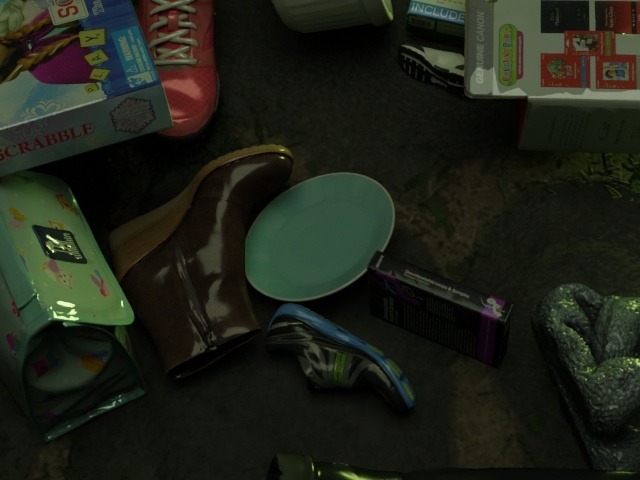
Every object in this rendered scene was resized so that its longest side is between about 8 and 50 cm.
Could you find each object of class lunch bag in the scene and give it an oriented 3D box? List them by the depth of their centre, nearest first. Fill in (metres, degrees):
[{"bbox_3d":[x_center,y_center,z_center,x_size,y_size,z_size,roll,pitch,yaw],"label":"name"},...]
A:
[{"bbox_3d":[-0.299,0.056,1.740,0.160,0.262,0.223,-25,63,-9],"label":"lunch bag"}]

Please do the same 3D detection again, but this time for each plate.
[{"bbox_3d":[0.000,0.000,1.855,0.188,0.024,0.188,-16,44,16],"label":"plate"}]

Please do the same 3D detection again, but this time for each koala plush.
[{"bbox_3d":[0.353,0.110,1.715,0.221,0.196,0.203,-21,54,-3],"label":"koala plush"}]

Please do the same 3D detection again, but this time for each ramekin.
[{"bbox_3d":[-0.011,-0.372,1.947,0.127,0.273,0.273,-18,63,9],"label":"ramekin"}]

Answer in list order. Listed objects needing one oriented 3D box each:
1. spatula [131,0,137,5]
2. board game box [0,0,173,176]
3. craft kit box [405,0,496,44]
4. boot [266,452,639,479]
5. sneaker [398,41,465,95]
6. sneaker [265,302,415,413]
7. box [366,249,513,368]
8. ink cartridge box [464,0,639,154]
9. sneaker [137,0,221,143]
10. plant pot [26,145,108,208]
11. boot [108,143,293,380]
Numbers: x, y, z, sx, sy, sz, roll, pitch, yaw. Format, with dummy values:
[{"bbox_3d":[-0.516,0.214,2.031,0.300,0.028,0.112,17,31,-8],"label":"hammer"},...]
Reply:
[{"bbox_3d":[-0.163,-0.407,2.096,0.084,0.030,0.296,34,70,20],"label":"spatula"},{"bbox_3d":[-0.349,-0.195,1.742,0.318,0.066,0.319,-18,46,-7],"label":"board game box"},{"bbox_3d":[0.252,-0.344,2.010,0.249,0.061,0.247,14,70,6],"label":"craft kit box"},{"bbox_3d":[0.164,0.401,1.603,0.445,0.146,0.367,6,80,-9],"label":"boot"},{"bbox_3d":[0.145,-0.212,1.977,0.109,0.040,0.044,28,52,13],"label":"sneaker"},{"bbox_3d":[0.022,0.140,1.795,0.188,0.067,0.078,29,89,15],"label":"sneaker"},{"bbox_3d":[0.129,0.075,1.783,0.162,0.116,0.029,21,64,14],"label":"box"},{"bbox_3d":[0.298,-0.266,1.877,0.271,0.130,0.309,3,67,3],"label":"ink cartridge box"},{"bbox_3d":[-0.181,-0.267,1.944,0.116,0.136,0.314,-2,64,-1],"label":"sneaker"},{"bbox_3d":[-0.336,-0.122,1.889,0.187,0.188,0.167,-12,74,-3],"label":"plant pot"},{"bbox_3d":[-0.105,0.024,1.836,0.248,0.090,0.207,-31,60,0],"label":"boot"}]
